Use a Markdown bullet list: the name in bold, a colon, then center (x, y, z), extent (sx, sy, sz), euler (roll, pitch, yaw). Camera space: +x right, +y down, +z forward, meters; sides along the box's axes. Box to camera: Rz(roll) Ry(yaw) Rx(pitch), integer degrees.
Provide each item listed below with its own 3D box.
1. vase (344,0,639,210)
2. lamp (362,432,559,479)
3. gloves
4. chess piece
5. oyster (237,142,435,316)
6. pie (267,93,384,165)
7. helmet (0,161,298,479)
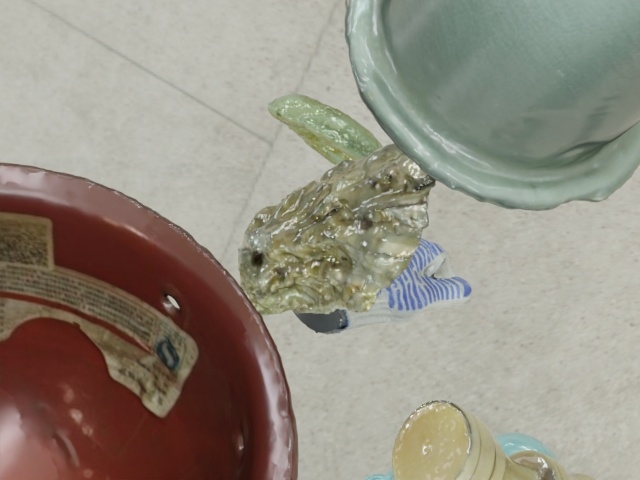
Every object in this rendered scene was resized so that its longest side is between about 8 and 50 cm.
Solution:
- **vase**: center (0.169, -0.182, 0.559), extent (0.245, 0.245, 0.291), euler (64, 154, 12)
- **lamp**: center (0.211, 0.378, 1.408), extent (0.284, 0.147, 0.209), euler (-24, 93, -7)
- **gloves**: center (0.062, 0.040, 0.935), extent (0.119, 0.229, 0.097), euler (29, 104, 32)
- **chess piece**: center (0.261, 0.308, 1.210), extent (0.117, 0.397, 0.117), euler (-29, 47, 37)
- **oyster**: center (0.003, -0.009, 0.778), extent (0.209, 0.072, 0.133), euler (-14, 69, 51)
- **pie**: center (0.015, -0.131, 1.236), extent (0.187, 0.187, 0.041), euler (28, 87, 26)
- **helmet**: center (-0.202, 0.165, 0.532), extent (0.337, 0.385, 0.230), euler (15, 144, -4)
